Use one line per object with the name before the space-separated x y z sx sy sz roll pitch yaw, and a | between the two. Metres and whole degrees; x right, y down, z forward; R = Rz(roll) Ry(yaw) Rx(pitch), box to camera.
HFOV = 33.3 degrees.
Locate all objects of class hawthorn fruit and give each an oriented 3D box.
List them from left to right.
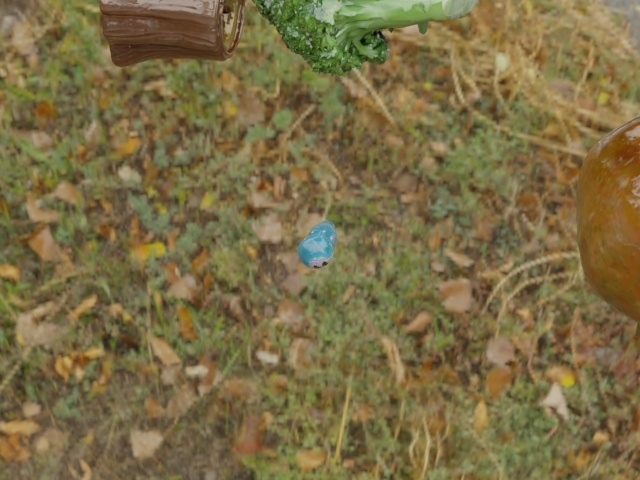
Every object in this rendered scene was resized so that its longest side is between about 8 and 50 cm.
hawthorn fruit | 0.429 -0.002 1.299 0.276 0.298 0.277 11 31 -7

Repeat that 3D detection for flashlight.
flashlight | 0.000 0.000 1.529 0.051 0.051 0.129 10 22 6

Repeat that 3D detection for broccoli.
broccoli | 0.068 -0.395 1.404 0.309 0.321 0.413 -9 12 35

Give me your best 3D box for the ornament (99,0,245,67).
ornament | -0.258 -0.419 1.927 0.217 0.235 0.221 9 13 9
